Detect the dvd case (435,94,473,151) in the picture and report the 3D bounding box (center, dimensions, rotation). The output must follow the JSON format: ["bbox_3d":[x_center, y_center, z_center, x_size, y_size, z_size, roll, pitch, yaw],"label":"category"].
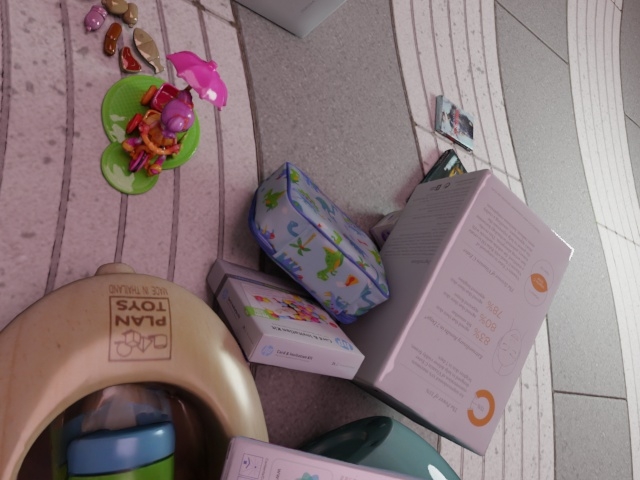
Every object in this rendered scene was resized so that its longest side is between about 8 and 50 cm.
[{"bbox_3d":[0.296,-0.256,1.081,0.120,0.013,0.087,20,68,-33],"label":"dvd case"}]

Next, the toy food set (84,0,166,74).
[{"bbox_3d":[-0.261,-0.268,0.637,0.078,0.019,0.122,-33,108,-38],"label":"toy food set"}]

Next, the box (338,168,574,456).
[{"bbox_3d":[0.194,0.099,0.753,0.215,0.168,0.345,37,73,-19],"label":"box"}]

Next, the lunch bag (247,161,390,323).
[{"bbox_3d":[0.000,0.000,0.697,0.219,0.090,0.176,43,19,-25],"label":"lunch bag"}]

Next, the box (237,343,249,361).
[{"bbox_3d":[-0.053,0.154,0.662,0.136,0.081,0.028,11,73,-36],"label":"box"}]

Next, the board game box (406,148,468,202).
[{"bbox_3d":[0.255,-0.088,1.000,0.126,0.026,0.186,53,53,-16],"label":"board game box"}]

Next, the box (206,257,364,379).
[{"bbox_3d":[-0.051,0.095,0.619,0.145,0.186,0.038,21,104,-33],"label":"box"}]

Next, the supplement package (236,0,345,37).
[{"bbox_3d":[-0.039,-0.508,0.751,0.198,0.199,0.262,16,70,-34],"label":"supplement package"}]

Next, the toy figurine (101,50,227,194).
[{"bbox_3d":[-0.179,-0.150,0.581,0.130,0.159,0.173,32,62,-29],"label":"toy figurine"}]

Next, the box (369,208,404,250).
[{"bbox_3d":[0.201,0.096,0.890,0.067,0.063,0.323,-40,105,-37],"label":"box"}]

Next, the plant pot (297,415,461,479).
[{"bbox_3d":[0.058,0.359,0.583,0.293,0.293,0.235,-23,84,-40],"label":"plant pot"}]

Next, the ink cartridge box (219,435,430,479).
[{"bbox_3d":[0.049,0.299,0.426,0.312,0.065,0.185,15,68,-4],"label":"ink cartridge box"}]

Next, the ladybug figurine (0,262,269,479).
[{"bbox_3d":[-0.201,0.247,0.468,0.305,0.162,0.448,8,75,-36],"label":"ladybug figurine"}]
